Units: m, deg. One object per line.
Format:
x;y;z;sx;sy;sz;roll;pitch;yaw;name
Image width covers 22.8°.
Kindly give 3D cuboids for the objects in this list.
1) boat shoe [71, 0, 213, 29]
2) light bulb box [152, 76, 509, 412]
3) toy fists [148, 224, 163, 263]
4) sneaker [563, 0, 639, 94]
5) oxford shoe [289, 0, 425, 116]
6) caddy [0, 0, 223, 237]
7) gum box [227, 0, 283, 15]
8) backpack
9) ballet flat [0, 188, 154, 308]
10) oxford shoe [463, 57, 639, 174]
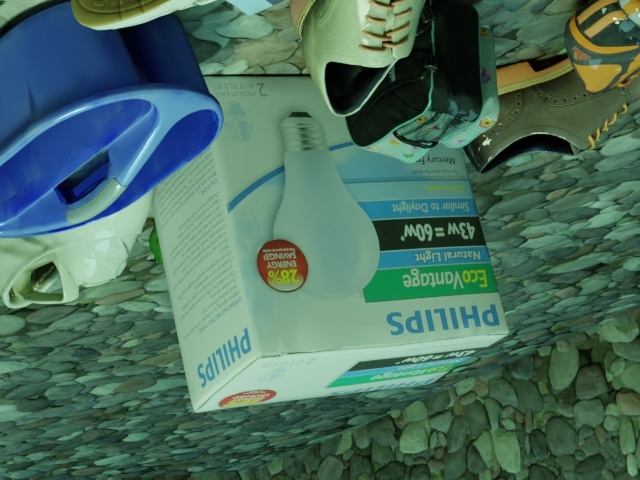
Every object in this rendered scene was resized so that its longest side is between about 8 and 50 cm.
-0.111;-0.269;1.536;0.277;0.098;0.096;-21;160;21;boat shoe
0.000;0.000;2.006;0.358;0.361;0.225;-4;160;-28;light bulb box
-0.113;-0.015;2.325;0.279;0.096;0.142;-10;152;-6;toy fists
0.433;-0.250;1.975;0.321;0.125;0.180;13;153;-33;sneaker
0.071;-0.260;1.608;0.140;0.146;0.397;-6;160;-14;oxford shoe
-0.265;-0.112;1.734;0.341;0.179;0.241;-33;158;36;caddy
-0.098;-0.298;1.314;0.041;0.184;0.157;-20;162;21;gum box
0.115;-0.180;1.857;0.144;0.166;0.188;14;152;-37;backpack
-0.324;0.010;2.086;0.139;0.139;0.400;0;167;-36;ballet flat
0.358;-0.179;2.086;0.363;0.133;0.130;-16;162;8;oxford shoe
